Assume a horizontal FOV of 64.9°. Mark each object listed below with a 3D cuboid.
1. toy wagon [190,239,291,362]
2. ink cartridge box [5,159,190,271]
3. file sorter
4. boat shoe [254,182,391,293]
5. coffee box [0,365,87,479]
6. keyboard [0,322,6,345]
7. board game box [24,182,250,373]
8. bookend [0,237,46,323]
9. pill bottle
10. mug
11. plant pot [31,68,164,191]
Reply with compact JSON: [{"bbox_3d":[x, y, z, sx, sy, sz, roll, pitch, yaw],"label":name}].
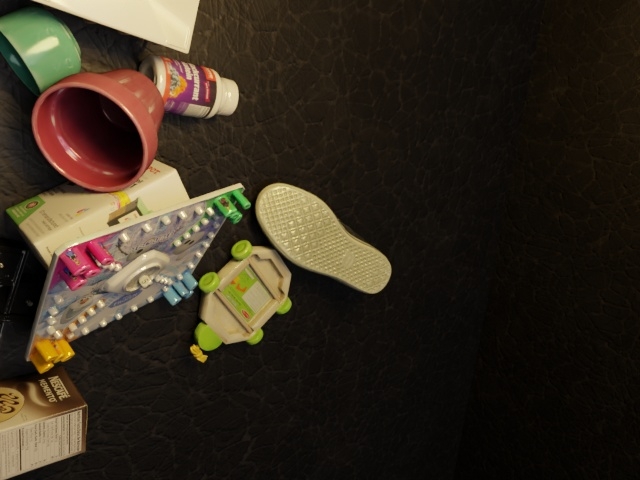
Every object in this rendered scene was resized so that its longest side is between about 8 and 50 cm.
[{"bbox_3d":[-0.226,0.171,1.353,0.344,0.068,0.267,-46,133,-19],"label":"toy wagon"},{"bbox_3d":[-0.418,-0.051,0.971,0.278,0.201,0.117,-35,130,-28],"label":"ink cartridge box"},{"bbox_3d":[-0.369,-0.465,0.859,0.277,0.173,0.193,4,106,-44],"label":"file sorter"},{"bbox_3d":[0.000,0.000,1.441,0.500,0.156,0.187,33,89,-35],"label":"boat shoe"},{"bbox_3d":[-0.632,0.368,0.975,0.297,0.168,0.119,-7,113,-43],"label":"coffee box"},{"bbox_3d":[-0.753,0.210,0.889,0.317,0.033,0.202,13,98,-45],"label":"keyboard"},{"bbox_3d":[-0.349,0.074,0.985,0.389,0.050,0.390,-28,165,-48],"label":"board game box"},{"bbox_3d":[-0.582,0.072,0.962,0.157,0.072,0.156,17,95,-47],"label":"bookend"},{"bbox_3d":[-0.275,-0.317,1.061,0.193,0.108,0.108,-2,109,-44],"label":"pill bottle"},{"bbox_3d":[-0.477,-0.322,0.864,0.097,0.157,0.130,-41,99,-24],"label":"mug"},{"bbox_3d":[-0.376,-0.219,0.909,0.180,0.201,0.202,-79,158,-52],"label":"plant pot"}]
